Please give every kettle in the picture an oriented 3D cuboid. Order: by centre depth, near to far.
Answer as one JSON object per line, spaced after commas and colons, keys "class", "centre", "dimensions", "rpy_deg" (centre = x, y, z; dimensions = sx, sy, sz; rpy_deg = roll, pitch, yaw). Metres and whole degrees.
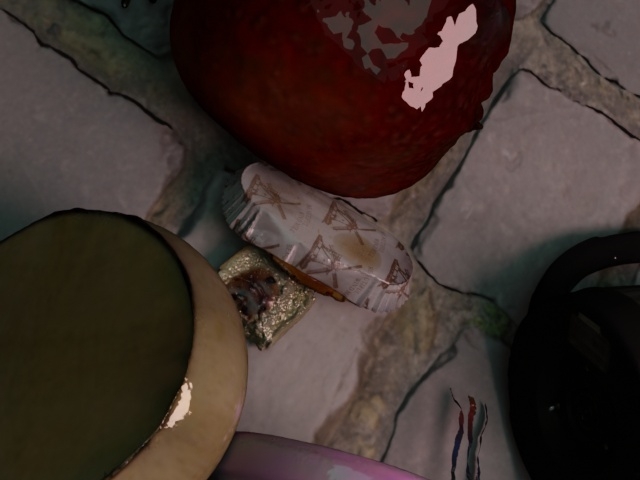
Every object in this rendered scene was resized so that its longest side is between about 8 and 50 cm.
{"class": "kettle", "centre": [0.322, 0.125, 1.115], "dimensions": [0.271, 0.251, 0.207], "rpy_deg": [-7, 110, -25]}

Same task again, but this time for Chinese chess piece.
{"class": "Chinese chess piece", "centre": [-0.181, 0.102, 0.940], "dimensions": [0.257, 0.104, 0.257], "rpy_deg": [-11, 59, 19]}

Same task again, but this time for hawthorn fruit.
{"class": "hawthorn fruit", "centre": [0.002, -0.179, 1.041], "dimensions": [0.307, 0.265, 0.265], "rpy_deg": [19, 73, -7]}

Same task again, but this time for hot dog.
{"class": "hot dog", "centre": [0.000, 0.000, 1.092], "dimensions": [0.192, 0.053, 0.099], "rpy_deg": [29, 45, -13]}

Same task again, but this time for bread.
{"class": "bread", "centre": [-0.051, 0.046, 1.088], "dimensions": [0.070, 0.035, 0.083], "rpy_deg": [-40, 88, -22]}

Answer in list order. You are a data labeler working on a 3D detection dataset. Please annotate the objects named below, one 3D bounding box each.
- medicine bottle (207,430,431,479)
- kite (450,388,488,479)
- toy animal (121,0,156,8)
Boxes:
{"class": "medicine bottle", "centre": [-0.029, 0.326, 0.940], "dimensions": [0.212, 0.212, 0.325], "rpy_deg": [19, 74, -11]}
{"class": "kite", "centre": [0.125, 0.253, 1.066], "dimensions": [0.015, 0.141, 0.245], "rpy_deg": [-7, 68, 27]}
{"class": "toy animal", "centre": [-0.099, -0.335, 1.134], "dimensions": [0.243, 0.087, 0.260], "rpy_deg": [4, 74, -13]}
